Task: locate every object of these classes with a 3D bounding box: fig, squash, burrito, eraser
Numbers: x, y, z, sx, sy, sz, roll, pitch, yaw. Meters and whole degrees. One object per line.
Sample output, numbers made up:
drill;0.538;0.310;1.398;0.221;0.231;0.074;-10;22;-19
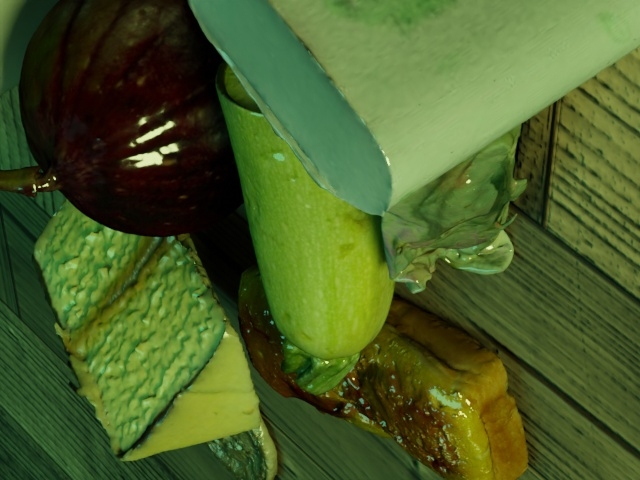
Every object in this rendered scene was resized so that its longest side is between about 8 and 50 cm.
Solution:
fig;-0.143;-0.081;1.448;0.186;0.249;0.204;-28;104;38
squash;0.016;-0.001;1.394;0.137;0.137;0.287;29;140;44
burrito;0.076;-0.046;1.229;0.309;0.096;0.066;75;179;-67
eraser;0.063;-0.135;1.055;0.174;0.227;0.081;53;154;8

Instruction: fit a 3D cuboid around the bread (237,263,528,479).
bread;0.042;0.104;1.529;0.271;0.077;0.139;27;144;42

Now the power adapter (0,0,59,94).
power adapter;-0.273;-0.207;1.525;0.124;0.255;0.187;22;138;45

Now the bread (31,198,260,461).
bread;-0.144;0.056;1.694;0.142;0.178;0.266;35;-159;-46

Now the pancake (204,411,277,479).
pancake;-0.089;0.175;1.888;0.139;0.022;0.139;40;149;30
